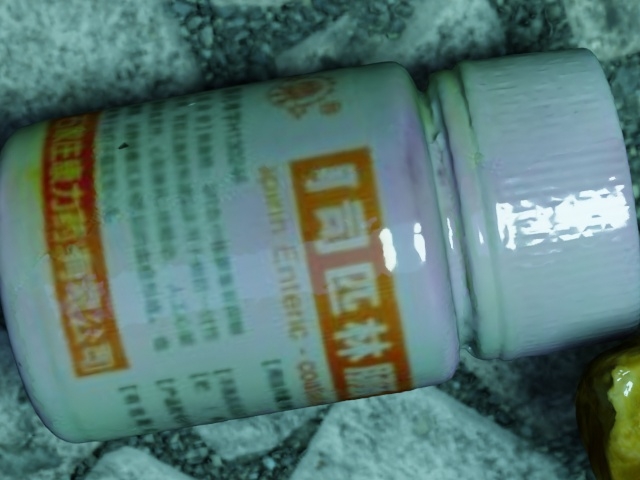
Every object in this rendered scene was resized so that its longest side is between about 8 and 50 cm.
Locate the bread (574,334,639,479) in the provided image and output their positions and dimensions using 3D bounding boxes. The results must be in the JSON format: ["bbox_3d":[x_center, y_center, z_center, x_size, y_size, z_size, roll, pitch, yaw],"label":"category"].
[{"bbox_3d":[0.251,0.112,0.948,0.166,0.294,0.132,-31,82,3],"label":"bread"}]

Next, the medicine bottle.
[{"bbox_3d":[0.000,0.000,0.955,0.388,0.219,0.219,-9,106,2],"label":"medicine bottle"}]
